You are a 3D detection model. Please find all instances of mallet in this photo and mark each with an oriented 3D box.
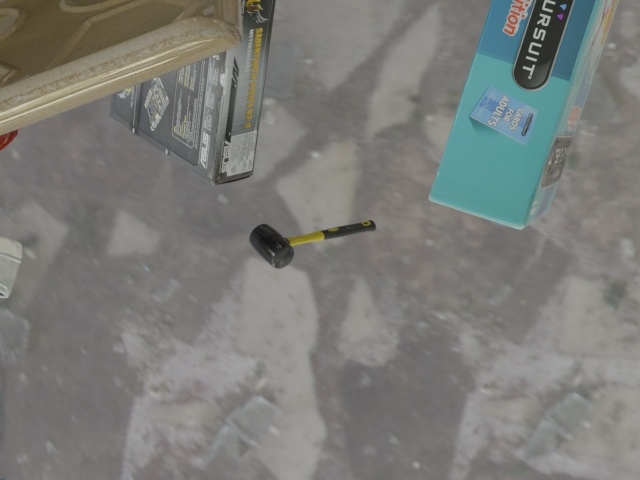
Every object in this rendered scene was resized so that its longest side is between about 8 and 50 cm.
[{"bbox_3d":[0.000,0.000,2.055,0.190,0.062,0.039,-6,128,-29],"label":"mallet"}]

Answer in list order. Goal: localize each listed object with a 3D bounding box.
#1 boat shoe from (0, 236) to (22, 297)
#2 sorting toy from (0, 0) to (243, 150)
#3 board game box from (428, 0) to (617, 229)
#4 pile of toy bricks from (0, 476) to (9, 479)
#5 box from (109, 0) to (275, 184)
[{"bbox_3d":[-0.353,0.017,1.405,0.184,0.066,0.063,17,75,-55],"label":"boat shoe"},{"bbox_3d":[-0.092,-0.107,0.769,0.307,0.229,0.041,-20,113,6],"label":"sorting toy"},{"bbox_3d":[0.192,-0.185,1.233,0.079,0.254,0.336,18,98,11],"label":"board game box"},{"bbox_3d":[-0.247,0.150,0.947,0.212,0.105,0.118,18,89,21],"label":"pile of toy bricks"},{"bbox_3d":[-0.131,-0.196,1.544,0.056,0.183,0.231,-16,126,-39],"label":"box"}]
